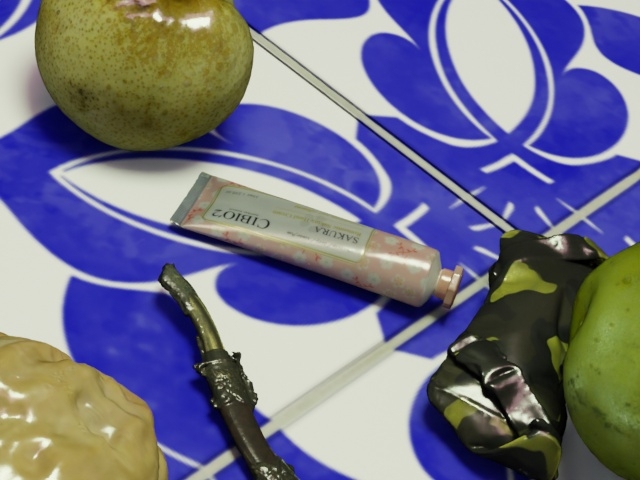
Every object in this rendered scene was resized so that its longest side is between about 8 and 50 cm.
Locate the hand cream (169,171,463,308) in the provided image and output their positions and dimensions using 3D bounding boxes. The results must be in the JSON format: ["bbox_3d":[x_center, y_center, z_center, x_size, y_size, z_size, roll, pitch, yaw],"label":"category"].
[{"bbox_3d":[0.000,0.000,1.205,0.209,0.043,0.067,19,40,7],"label":"hand cream"}]

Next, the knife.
[{"bbox_3d":[-0.058,0.100,1.083,0.045,0.021,0.222,-16,56,-33],"label":"knife"}]

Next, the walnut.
[{"bbox_3d":[-0.180,0.150,0.856,0.198,0.198,0.245,33,41,15],"label":"walnut"}]

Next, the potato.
[{"bbox_3d":[0.308,0.098,1.087,0.304,0.216,0.216,25,40,-7],"label":"potato"}]

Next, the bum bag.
[{"bbox_3d":[0.149,0.068,1.168,0.106,0.060,0.232,31,43,-1],"label":"bum bag"}]

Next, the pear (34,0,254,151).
[{"bbox_3d":[-0.130,-0.148,1.239,0.167,0.136,0.167,15,40,-13],"label":"pear"}]
